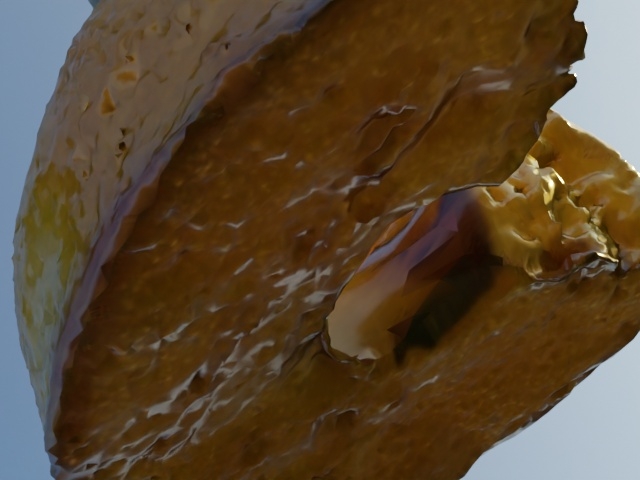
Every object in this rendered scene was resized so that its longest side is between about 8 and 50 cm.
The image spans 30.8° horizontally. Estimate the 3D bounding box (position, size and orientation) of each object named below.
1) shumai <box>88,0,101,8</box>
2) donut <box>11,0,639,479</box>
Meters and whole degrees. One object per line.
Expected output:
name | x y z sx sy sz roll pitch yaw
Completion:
shumai | -0.105 -0.139 0.799 0.142 0.184 0.184 -71 -36 -46
donut | 0.000 0.000 0.636 0.377 0.163 0.435 -37 -36 -2
